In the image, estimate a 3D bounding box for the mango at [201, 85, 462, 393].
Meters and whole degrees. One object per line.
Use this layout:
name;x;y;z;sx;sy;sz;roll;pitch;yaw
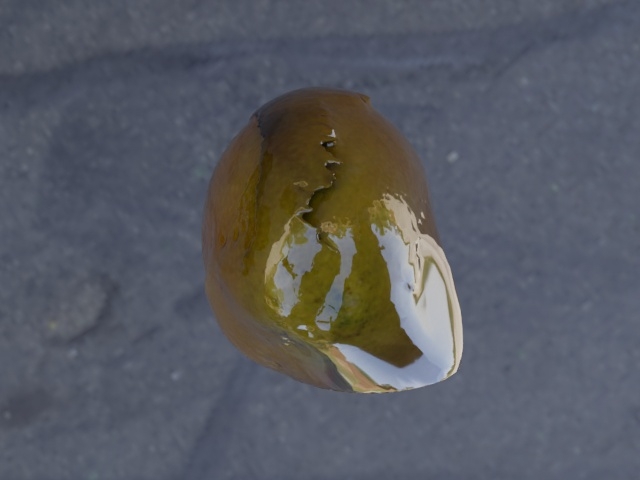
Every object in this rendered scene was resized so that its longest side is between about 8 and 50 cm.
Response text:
mango;0.000;0.000;0.979;0.136;0.236;0.166;-12;99;-2
